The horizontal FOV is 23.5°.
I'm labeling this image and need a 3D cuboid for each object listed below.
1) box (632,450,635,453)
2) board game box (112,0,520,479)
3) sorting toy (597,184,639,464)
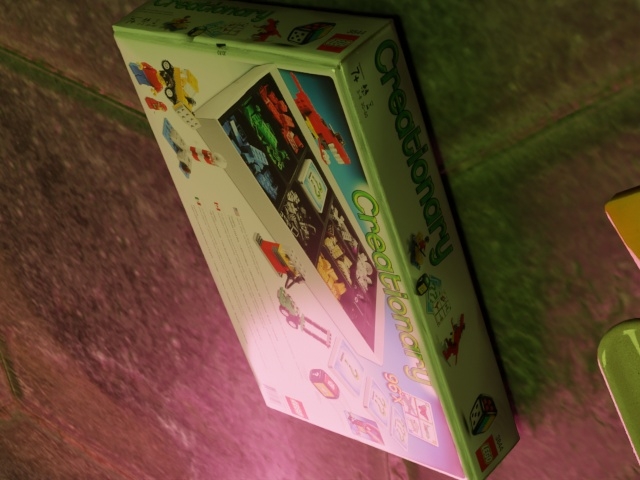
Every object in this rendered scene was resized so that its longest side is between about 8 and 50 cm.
[{"bbox_3d":[0.237,0.100,0.786,0.162,0.029,0.116,27,142,32],"label":"box"},{"bbox_3d":[0.000,0.000,0.941,0.193,0.053,0.305,15,136,43],"label":"board game box"},{"bbox_3d":[0.245,0.106,0.717,0.196,0.047,0.348,-3,121,44],"label":"sorting toy"}]
